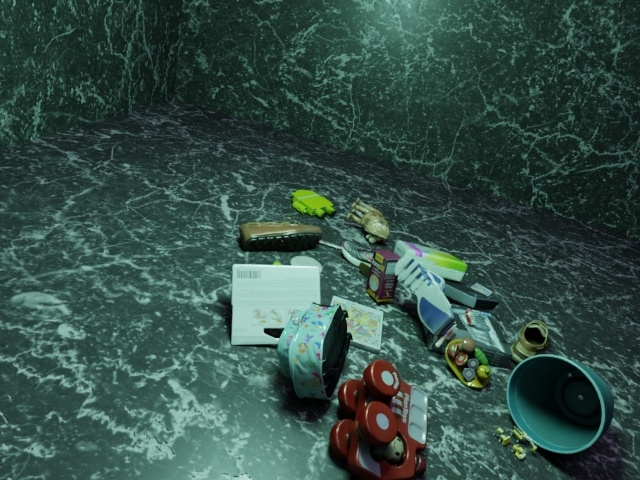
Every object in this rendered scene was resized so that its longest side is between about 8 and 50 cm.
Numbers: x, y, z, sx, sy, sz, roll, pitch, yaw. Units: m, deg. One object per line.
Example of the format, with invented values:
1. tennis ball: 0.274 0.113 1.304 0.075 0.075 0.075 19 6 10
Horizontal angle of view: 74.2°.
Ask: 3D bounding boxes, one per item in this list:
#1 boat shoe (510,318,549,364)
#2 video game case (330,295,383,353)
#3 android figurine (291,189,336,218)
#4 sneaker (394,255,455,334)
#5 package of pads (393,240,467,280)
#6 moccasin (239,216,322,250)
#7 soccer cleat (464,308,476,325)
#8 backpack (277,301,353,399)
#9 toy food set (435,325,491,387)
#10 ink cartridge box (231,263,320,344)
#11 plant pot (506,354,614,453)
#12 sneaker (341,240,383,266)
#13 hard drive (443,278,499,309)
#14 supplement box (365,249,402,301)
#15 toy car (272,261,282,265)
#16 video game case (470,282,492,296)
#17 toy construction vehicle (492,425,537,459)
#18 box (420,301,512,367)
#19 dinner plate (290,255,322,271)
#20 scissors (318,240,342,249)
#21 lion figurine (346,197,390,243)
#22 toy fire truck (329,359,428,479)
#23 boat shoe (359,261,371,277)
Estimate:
1. boat shoe: 0.854 0.389 1.683 0.122 0.120 0.324 31 31 26
2. video game case: 0.125 0.302 1.551 0.206 0.026 0.227 18 28 3
3. android figurine: -0.047 -0.206 2.355 0.272 0.056 0.248 35 33 30
4. sneaker: 0.428 0.200 1.605 0.182 0.127 0.316 16 36 -41
5. package of pads: 0.506 0.095 2.001 0.296 0.101 0.229 15 10 -6
6. moccasin: -0.172 -0.032 1.891 0.379 0.139 0.147 -5 50 -20
7. soccer cleat: 0.581 0.298 1.638 0.035 0.029 0.083 24 31 -6
8. backpack: -0.016 0.325 1.231 0.191 0.225 0.254 -2 30 12
9. toy food set: 0.505 0.398 1.452 0.128 0.071 0.218 -29 71 -25
10. ink cartridge box: -0.149 0.214 1.413 0.296 0.066 0.261 3 74 -13
11. plant pot: 0.773 0.497 1.317 0.255 0.272 0.272 13 24 -38
12. sneaker: 0.236 0.072 1.940 0.299 0.112 0.121 26 29 18
13. hard drive: 0.620 0.231 1.836 0.171 0.054 0.254 11 10 -32
14. supplement box: 0.257 0.142 1.722 0.080 0.188 0.104 0 21 -27
15. toy car: -0.150 0.201 1.518 0.155 0.149 0.188 30 56 10
16. video game case: 0.755 0.244 2.011 0.087 0.011 0.122 34 32 30
17. toy construction vehicle: 0.579 0.591 1.256 0.085 0.035 0.098 -3 33 -32
18. box: 0.549 0.348 1.639 0.307 0.077 0.242 15 28 -4
19. dinner plate: -0.059 0.102 1.831 0.141 0.017 0.141 12 29 -7
20. scissors: 0.000 0.000 2.040 0.296 0.021 0.109 9 27 -11
21. lion figurine: 0.277 -0.121 2.292 0.240 0.142 0.392 27 24 4
22. toy fire truck: 0.180 0.482 1.109 0.253 0.169 0.302 32 38 -11
23. boat shoe: 0.239 0.144 1.871 0.153 0.056 0.048 32 30 21
